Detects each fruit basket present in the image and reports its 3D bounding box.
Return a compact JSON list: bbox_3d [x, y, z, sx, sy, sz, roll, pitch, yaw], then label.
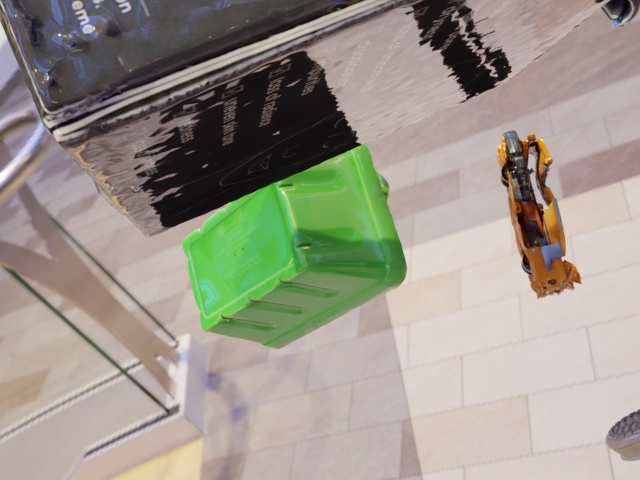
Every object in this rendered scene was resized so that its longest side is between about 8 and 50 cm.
[{"bbox_3d":[0.000,0.000,1.268,0.392,0.392,0.283,-23,72,20],"label":"fruit basket"}]

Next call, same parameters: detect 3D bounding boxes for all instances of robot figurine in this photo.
[{"bbox_3d":[0.367,-0.050,1.289,0.085,0.211,0.291,-12,80,10],"label":"robot figurine"}]

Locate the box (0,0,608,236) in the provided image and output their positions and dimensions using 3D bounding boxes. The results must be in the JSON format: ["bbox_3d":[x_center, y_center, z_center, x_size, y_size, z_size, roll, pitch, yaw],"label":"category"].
[{"bbox_3d":[-0.007,-0.245,0.631,0.472,0.297,0.480,-22,-2,-10],"label":"box"}]

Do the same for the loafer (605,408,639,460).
[{"bbox_3d":[0.537,0.270,1.038,0.268,0.092,0.102,-18,0,19],"label":"loafer"}]

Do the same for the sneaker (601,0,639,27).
[{"bbox_3d":[0.544,-0.472,1.388,0.153,0.099,0.282,-49,10,5],"label":"sneaker"}]
